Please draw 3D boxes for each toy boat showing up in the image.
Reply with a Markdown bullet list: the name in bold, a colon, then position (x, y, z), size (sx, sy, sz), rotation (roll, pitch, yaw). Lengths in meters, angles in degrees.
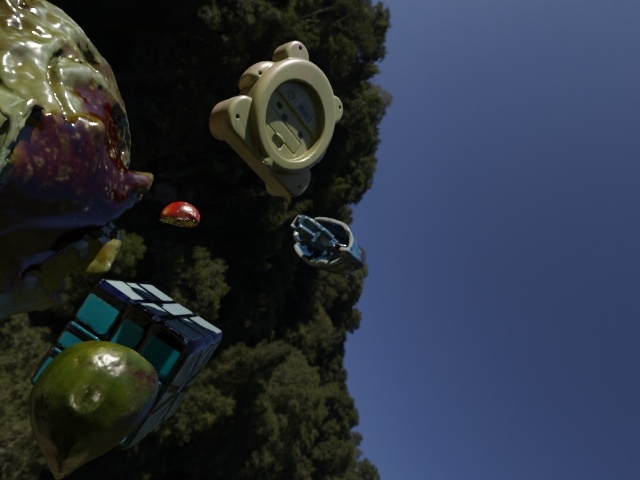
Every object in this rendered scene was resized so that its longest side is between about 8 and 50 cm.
- **toy boat**: position (0.000, 0.000, 0.995), size (0.129, 0.142, 0.309), rotation (-55, -154, -5)

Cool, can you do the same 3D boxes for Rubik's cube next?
- **Rubik's cube**: position (-0.460, 0.291, 1.040), size (0.283, 0.289, 0.293), rotation (33, -4, 4)

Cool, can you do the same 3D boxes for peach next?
- **peach**: position (-0.352, -0.068, 1.038), size (0.098, 0.098, 0.062), rotation (155, -61, -62)

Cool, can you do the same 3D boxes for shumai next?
- **shumai**: position (-0.323, -0.097, 0.397), size (0.288, 0.291, 0.331), rotation (-131, -139, -62)

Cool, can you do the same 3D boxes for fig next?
- **fig**: position (-0.396, 0.296, 0.709), size (0.195, 0.195, 0.245), rotation (-10, -118, 62)

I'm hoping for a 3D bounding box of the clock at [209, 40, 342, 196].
- **clock**: position (-0.085, -0.292, 0.999), size (0.114, 0.310, 0.284), rotation (6, -31, 47)
